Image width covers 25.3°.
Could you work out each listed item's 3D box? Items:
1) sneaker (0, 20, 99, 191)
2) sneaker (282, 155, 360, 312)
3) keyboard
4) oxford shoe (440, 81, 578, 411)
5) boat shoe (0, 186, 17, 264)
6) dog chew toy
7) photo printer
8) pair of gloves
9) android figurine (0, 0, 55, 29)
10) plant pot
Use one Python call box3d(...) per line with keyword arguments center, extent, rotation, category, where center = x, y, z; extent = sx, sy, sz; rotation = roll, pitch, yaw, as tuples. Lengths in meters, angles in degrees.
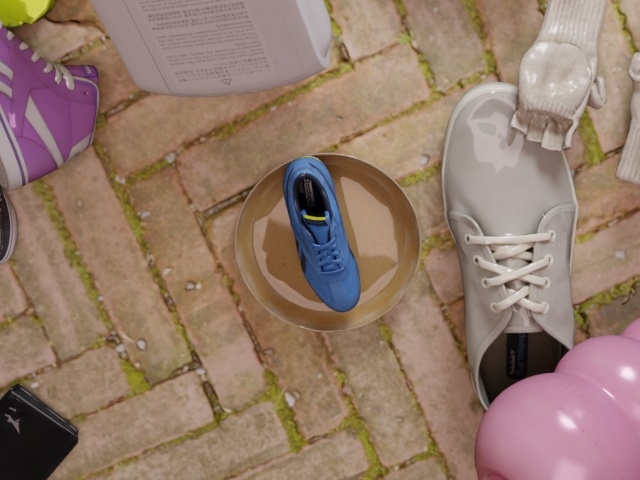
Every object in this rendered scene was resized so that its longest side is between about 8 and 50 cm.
box3d(center=(-0.356, -0.213, 1.703), extent=(0.161, 0.102, 0.282), rotation=(-28, 127, -20), category="sneaker")
box3d(center=(0.000, 0.000, 1.754), extent=(0.069, 0.082, 0.209), rotation=(-15, 107, 4), category="sneaker")
box3d(center=(-0.493, 0.314, 1.921), extent=(0.201, 0.033, 0.317), rotation=(39, 103, -16), category="keyboard")
box3d(center=(0.241, 0.029, 1.764), extent=(0.169, 0.130, 0.449), rotation=(-4, 105, 5), category="oxford shoe")
box3d(center=(-0.433, -0.070, 1.782), extent=(0.080, 0.076, 0.228), rotation=(-2, 106, 3), category="boat shoe")
box3d(center=(0.341, 0.207, 1.683), extent=(0.332, 0.207, 0.206), rotation=(-37, 104, -20), category="dog chew toy")
box3d(center=(-0.130, -0.283, 1.624), extent=(0.256, 0.107, 0.307), rotation=(-6, 144, 14), category="photo printer")
box3d(center=(0.352, -0.186, 1.711), extent=(0.240, 0.042, 0.204), rotation=(21, 90, -13), category="pair of gloves")
box3d(center=(-0.378, -0.369, 1.703), extent=(0.248, 0.056, 0.272), rotation=(20, 106, -4), category="android figurine")
box3d(center=(0.010, 0.001, 1.812), extent=(0.236, 0.032, 0.236), rotation=(1, 106, 2), category="plant pot")
